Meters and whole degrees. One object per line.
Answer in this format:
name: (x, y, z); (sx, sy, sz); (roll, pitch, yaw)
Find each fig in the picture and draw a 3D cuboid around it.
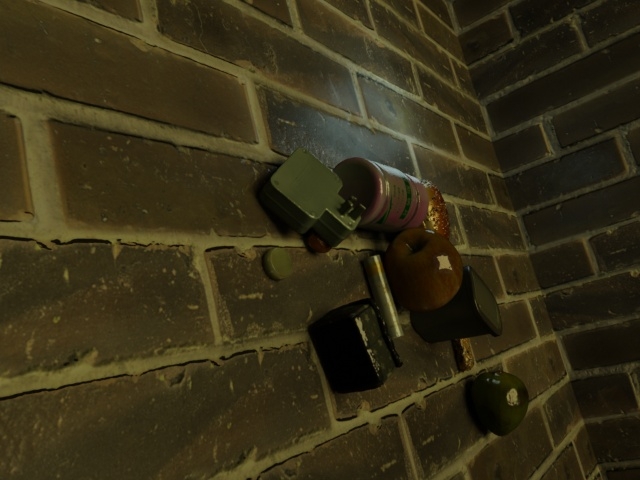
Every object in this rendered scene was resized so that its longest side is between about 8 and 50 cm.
fig: (0.660, 0.595, 2.100); (0.207, 0.207, 0.230); (23, 58, -48)

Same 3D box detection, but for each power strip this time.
power strip: (-0.005, -0.118, 1.547); (0.261, 0.141, 0.229); (41, 39, -6)

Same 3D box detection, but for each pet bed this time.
pet bed: (0.099, 0.271, 1.490); (0.159, 0.183, 0.211); (-23, 89, -51)

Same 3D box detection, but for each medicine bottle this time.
medicine bottle: (0.184, -0.134, 1.818); (0.325, 0.212, 0.212); (8, 65, -53)

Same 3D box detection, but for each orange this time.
orange: (0.000, 0.000, 1.609); (0.086, 0.062, 0.086); (24, 46, -28)

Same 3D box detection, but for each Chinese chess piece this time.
Chinese chess piece: (-0.108, 0.059, 1.443); (0.084, 0.034, 0.084); (29, 51, -43)

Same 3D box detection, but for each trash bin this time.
trash bin: (0.457, 0.234, 1.966); (0.220, 0.250, 0.219); (45, 39, -32)

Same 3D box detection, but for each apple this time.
apple: (0.323, 0.086, 1.842); (0.264, 0.264, 0.264); (32, 47, -43)

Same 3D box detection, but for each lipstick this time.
lipstick: (0.196, 0.178, 1.794); (0.059, 0.059, 0.264); (-4, 75, -56)

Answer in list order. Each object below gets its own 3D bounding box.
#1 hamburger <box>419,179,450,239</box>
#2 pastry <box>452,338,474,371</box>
hamburger: (0.368, -0.081, 2.051); (0.300, 0.176, 0.300); (-17, 90, -73)
pastry: (0.541, 0.421, 2.160); (0.080, 0.056, 0.140); (0, 73, -44)
